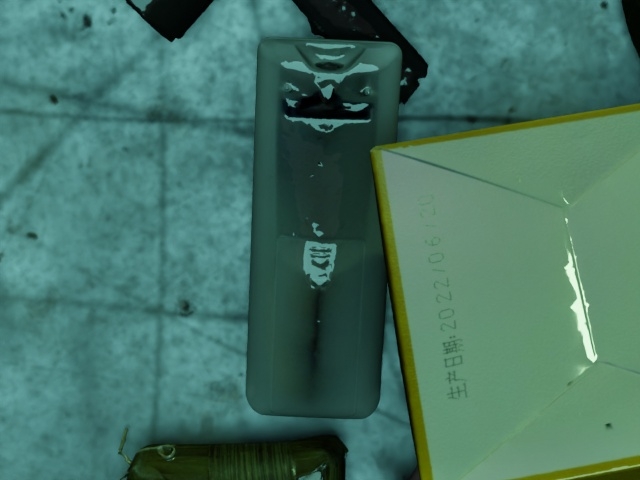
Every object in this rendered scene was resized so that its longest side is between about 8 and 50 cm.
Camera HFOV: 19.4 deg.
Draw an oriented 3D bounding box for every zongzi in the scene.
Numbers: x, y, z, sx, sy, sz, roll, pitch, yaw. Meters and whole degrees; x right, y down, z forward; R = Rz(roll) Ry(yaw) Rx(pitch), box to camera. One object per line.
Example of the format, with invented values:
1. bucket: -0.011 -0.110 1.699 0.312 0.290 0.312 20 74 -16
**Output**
1. zongzi: -0.070 0.246 1.504 0.187 0.084 0.184 0 110 7

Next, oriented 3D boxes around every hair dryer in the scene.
1. hair dryer: -0.017 -0.193 1.421 0.251 0.089 0.197 43 97 -13

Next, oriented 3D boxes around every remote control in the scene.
1. remote control: 0.000 0.000 1.442 0.109 0.055 0.313 3 113 0

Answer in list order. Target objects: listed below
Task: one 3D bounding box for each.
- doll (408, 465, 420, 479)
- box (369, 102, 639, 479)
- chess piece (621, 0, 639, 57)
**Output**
1. doll: 0.147 0.244 1.489 0.211 0.093 0.262 -11 97 -4
2. box: 0.187 0.081 1.335 0.259 0.214 0.283 -9 58 2
3. chess piece: 0.371 -0.206 1.405 0.272 0.139 0.139 -20 100 -8
